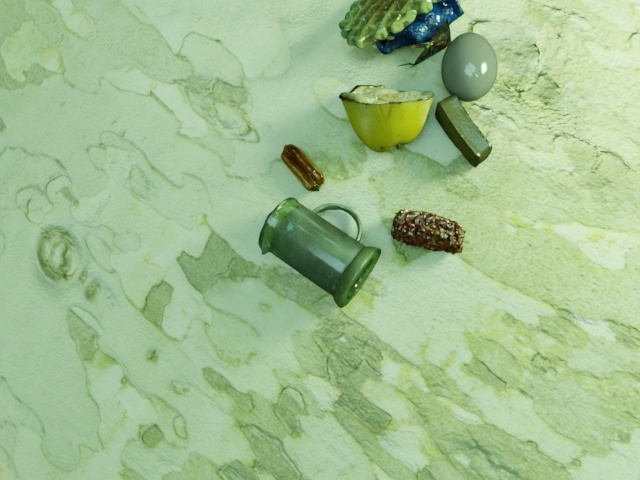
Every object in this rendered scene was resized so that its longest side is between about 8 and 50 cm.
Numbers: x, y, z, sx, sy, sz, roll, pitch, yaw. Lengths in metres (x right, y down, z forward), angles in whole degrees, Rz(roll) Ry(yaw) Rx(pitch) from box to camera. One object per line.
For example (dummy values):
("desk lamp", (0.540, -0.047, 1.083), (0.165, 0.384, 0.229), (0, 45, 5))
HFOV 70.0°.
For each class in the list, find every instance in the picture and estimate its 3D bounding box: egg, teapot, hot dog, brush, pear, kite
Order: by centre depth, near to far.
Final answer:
("egg", (0.404, -0.473, 1.247), (0.147, 0.146, 0.198), (-9, 68, 15))
("brush", (0.394, -0.300, 1.259), (0.059, 0.123, 0.197), (-35, 81, 9))
("kite", (0.313, -0.548, 1.289), (0.160, 0.183, 0.010), (-16, 74, -29))
("pear", (0.183, -0.339, 1.299), (0.267, 0.267, 0.177), (8, 115, 15))
("teapot", (0.000, 0.000, 1.339), (0.337, 0.200, 0.270), (33, 72, 15))
("hot dog", (-0.052, -0.223, 1.415), (0.072, 0.055, 0.188), (-42, 79, 14))

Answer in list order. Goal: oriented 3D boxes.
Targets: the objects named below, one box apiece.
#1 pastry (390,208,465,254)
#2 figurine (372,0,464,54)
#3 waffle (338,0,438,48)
("pastry", (0.304, -0.028, 1.290), (0.209, 0.115, 0.097), (14, 80, 17))
("figurine", (0.278, -0.608, 1.305), (0.263, 0.121, 0.164), (-13, 49, 32))
("waffle", (0.195, -0.660, 1.281), (0.310, 0.056, 0.291), (-27, 41, 19))
